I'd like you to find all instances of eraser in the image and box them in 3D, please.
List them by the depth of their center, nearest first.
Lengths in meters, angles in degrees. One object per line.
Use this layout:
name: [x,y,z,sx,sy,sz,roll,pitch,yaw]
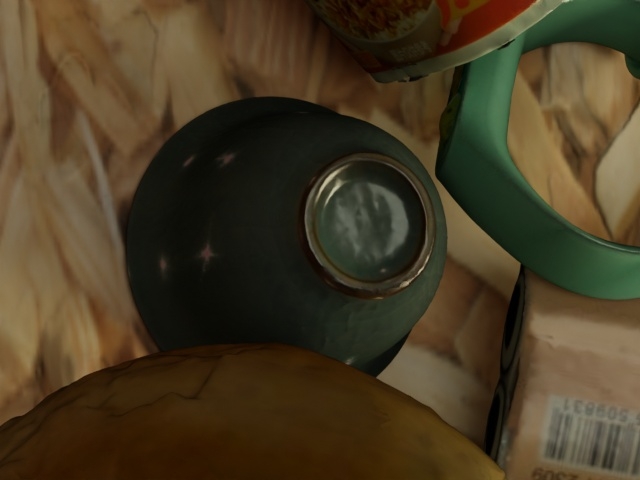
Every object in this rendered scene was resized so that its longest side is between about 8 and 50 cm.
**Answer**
eraser: [0.256,0.113,0.921,0.290,0.087,0.171,10,93,0]

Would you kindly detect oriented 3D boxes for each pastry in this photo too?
pastry: [-0.042,0.251,0.730,0.409,0.245,0.410,0,89,9]

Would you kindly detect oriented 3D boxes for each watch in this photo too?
watch: [0.174,-0.074,0.932,0.195,0.068,0.237,16,50,-3]

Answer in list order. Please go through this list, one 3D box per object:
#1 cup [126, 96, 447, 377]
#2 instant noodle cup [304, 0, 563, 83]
cup: [0.000,0.000,0.852,0.199,0.150,0.199,3,83,-20]
instant noodle cup: [0.035,-0.272,0.854,0.294,0.294,0.308,-43,106,-20]
